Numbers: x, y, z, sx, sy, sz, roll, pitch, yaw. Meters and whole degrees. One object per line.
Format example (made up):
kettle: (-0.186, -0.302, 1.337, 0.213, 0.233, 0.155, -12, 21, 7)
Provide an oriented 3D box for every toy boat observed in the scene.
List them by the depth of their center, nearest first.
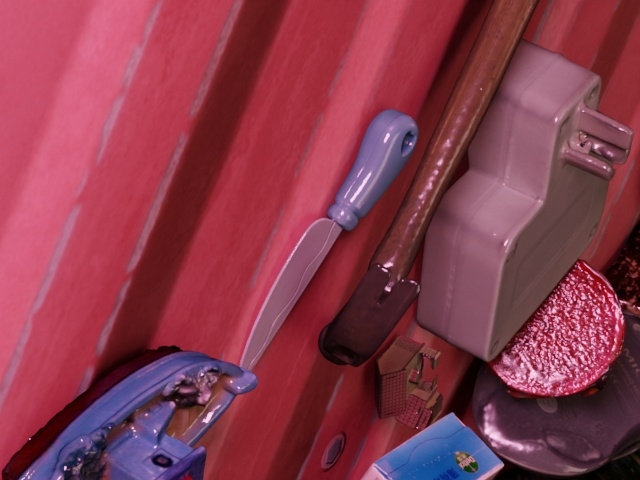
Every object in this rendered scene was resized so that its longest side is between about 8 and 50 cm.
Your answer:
toy boat: (-0.120, 0.143, 1.300, 0.223, 0.097, 0.100, -37, 146, -43)

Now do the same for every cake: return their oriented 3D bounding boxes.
cake: (0.425, 0.035, 2.183, 0.246, 0.135, 0.112, -49, 150, -29)

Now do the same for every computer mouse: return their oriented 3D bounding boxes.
computer mouse: (0.298, 0.161, 2.001, 0.379, 0.167, 0.090, -12, 157, -37)

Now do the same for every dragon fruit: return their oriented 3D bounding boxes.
dragon fruit: (0.229, 0.092, 1.883, 0.153, 0.153, 0.111, -62, 172, -5)

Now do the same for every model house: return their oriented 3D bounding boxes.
model house: (0.077, 0.137, 1.712, 0.058, 0.057, 0.083, -48, 152, -39)

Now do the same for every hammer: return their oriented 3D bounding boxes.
hammer: (0.111, -0.101, 1.539, 0.440, 0.044, 0.168, -65, -176, -12)

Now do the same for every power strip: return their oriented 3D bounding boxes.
power strip: (0.203, -0.041, 1.701, 0.229, 0.141, 0.261, -44, 151, -38)

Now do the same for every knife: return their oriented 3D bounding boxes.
knife: (0.000, -0.001, 1.482, 0.244, 0.032, 0.058, -55, 157, -10)

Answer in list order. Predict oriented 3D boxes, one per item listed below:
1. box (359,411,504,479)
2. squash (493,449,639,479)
box: (0.061, 0.261, 1.709, 0.139, 0.073, 0.194, -24, 154, -51)
squash: (0.274, 0.293, 2.068, 0.218, 0.172, 0.218, -29, 151, -18)
